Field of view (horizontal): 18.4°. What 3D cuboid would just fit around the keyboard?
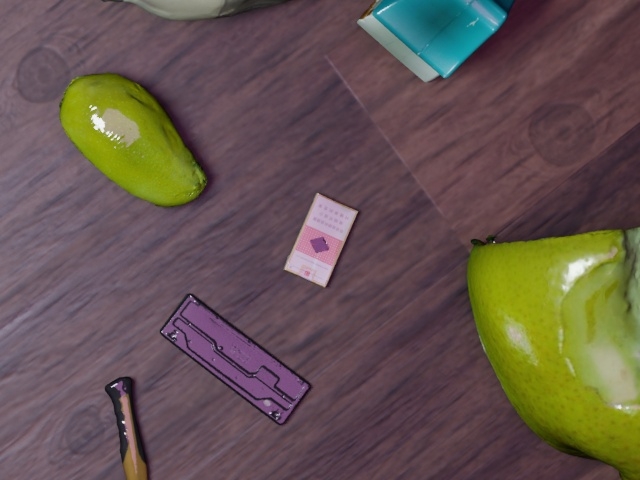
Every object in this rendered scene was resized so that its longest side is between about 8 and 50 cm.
[{"bbox_3d":[-0.084,0.116,1.939,0.155,0.010,0.053,39,82,-7],"label":"keyboard"}]

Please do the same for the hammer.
[{"bbox_3d":[-0.174,0.231,1.915,0.078,0.021,0.201,-9,92,-10],"label":"hammer"}]

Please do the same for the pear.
[{"bbox_3d":[0.304,0.115,1.929,0.286,0.176,0.282,-6,92,-9],"label":"pear"}]

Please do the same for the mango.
[{"bbox_3d":[-0.178,-0.096,1.893,0.165,0.074,0.091,38,81,-8],"label":"mango"}]

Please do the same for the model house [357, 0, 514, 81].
[{"bbox_3d":[0.121,-0.232,1.912,0.100,0.149,0.127,40,82,-10],"label":"model house"}]

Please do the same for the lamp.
[{"bbox_3d":[-0.097,-0.259,1.899,0.250,0.101,0.101,-5,90,-18],"label":"lamp"}]

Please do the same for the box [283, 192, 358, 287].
[{"bbox_3d":[0.000,0.000,1.955,0.046,0.012,0.083,24,85,-9],"label":"box"}]
